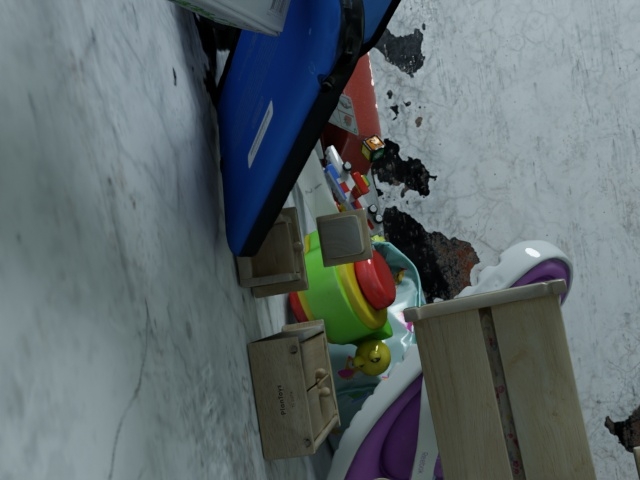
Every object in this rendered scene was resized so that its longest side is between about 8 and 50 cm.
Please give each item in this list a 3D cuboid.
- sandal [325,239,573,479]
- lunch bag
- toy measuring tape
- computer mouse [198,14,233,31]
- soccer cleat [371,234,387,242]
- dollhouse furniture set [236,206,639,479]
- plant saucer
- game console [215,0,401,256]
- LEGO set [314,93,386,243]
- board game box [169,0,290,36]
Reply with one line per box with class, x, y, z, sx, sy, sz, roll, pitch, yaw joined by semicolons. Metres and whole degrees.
sandal;0.141;0.184;0.888;0.169;0.416;0.102;25;11;-43
lunch bag;0.080;0.160;1.096;0.262;0.160;0.223;-83;162;-45
toy measuring tape;0.000;0.000;0.929;0.121;0.121;0.330;6;62;-82
computer mouse;-0.116;-0.293;0.704;0.071;0.041;0.242;115;-40;-81
soccer cleat;0.083;0.024;1.388;0.289;0.093;0.121;-107;180;-65
dollhouse furniture set;0.125;0.096;0.773;0.174;0.355;0.304;14;65;-82
plant saucer;0.036;-0.214;1.381;0.259;0.047;0.259;112;-26;-66
game console;0.029;-0.152;0.640;0.293;0.173;0.250;123;-35;-58
LEGO set;0.005;-0.102;1.027;0.244;0.060;0.183;35;-34;52
board game box;-0.072;-0.213;0.344;0.305;0.053;0.193;-4;111;-69
